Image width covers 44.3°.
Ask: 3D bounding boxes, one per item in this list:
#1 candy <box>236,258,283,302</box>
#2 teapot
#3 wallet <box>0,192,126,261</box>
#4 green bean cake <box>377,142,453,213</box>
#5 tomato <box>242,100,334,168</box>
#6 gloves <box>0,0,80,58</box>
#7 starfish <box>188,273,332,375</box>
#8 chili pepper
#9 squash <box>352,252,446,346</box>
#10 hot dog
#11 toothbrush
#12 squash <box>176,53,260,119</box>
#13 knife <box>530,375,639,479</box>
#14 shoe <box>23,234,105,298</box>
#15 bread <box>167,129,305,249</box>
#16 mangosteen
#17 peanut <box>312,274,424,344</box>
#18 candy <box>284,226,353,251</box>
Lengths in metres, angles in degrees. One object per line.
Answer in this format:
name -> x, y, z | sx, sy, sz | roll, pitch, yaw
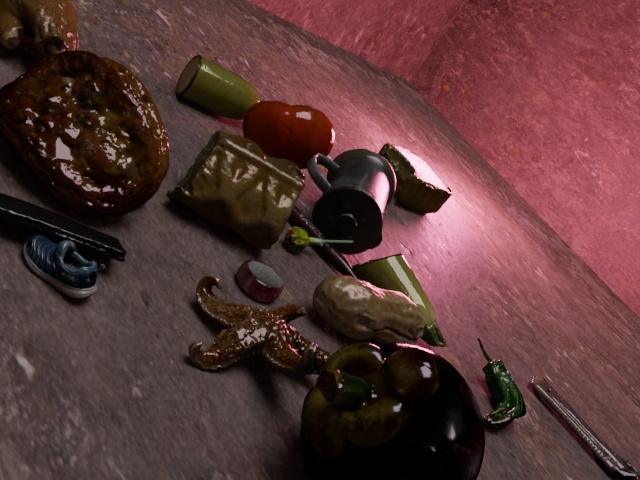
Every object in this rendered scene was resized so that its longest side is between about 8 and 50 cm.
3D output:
candy -> -0.124, 0.083, 1.618 | 0.103, 0.043, 0.103 | 30, 23, -15
teapot -> 0.070, -0.122, 2.086 | 0.270, 0.200, 0.337 | 45, 23, -10
wallet -> -0.452, -0.029, 1.340 | 0.244, 0.025, 0.124 | 23, 5, -27
green bean cake -> 0.305, -0.207, 2.697 | 0.232, 0.124, 0.236 | 19, 28, -39
tomato -> -0.089, -0.291, 2.185 | 0.259, 0.180, 0.260 | 8, 2, 0
gloves -> -0.670, -0.517, 1.848 | 0.203, 0.155, 0.356 | 2, 44, -48
starfish -> -0.091, 0.171, 1.389 | 0.311, 0.113, 0.303 | 9, 17, -36
chili pepper -> 0.418, 0.355, 1.847 | 0.122, 0.065, 0.279 | 34, 26, -15
squash -> 0.206, 0.136, 1.892 | 0.137, 0.137, 0.287 | 5, 40, -52
hot dog -> -0.460, -0.222, 1.503 | 0.267, 0.174, 0.387 | -35, 67, -21
toothbrush -> 0.032, 0.040, 1.936 | 0.364, 0.041, 0.041 | 47, 24, 22
squash -> -0.279, -0.424, 2.266 | 0.247, 0.132, 0.132 | 24, 26, -30
knife -> 0.667, 0.484, 1.995 | 0.365, 0.043, 0.089 | 47, 25, 28
shoe -> -0.414, 0.032, 1.261 | 0.143, 0.071, 0.064 | 34, 21, 13
bread -> -0.178, -0.120, 1.754 | 0.252, 0.239, 0.196 | 35, -18, -13
mangosteen -> 0.117, 0.284, 1.220 | 0.296, 0.314, 0.297 | 11, 32, -7
peanut -> 0.112, 0.158, 1.708 | 0.290, 0.130, 0.130 | 19, 28, -34
candy -> 0.000, 0.000, 1.901 | 0.193, 0.058, 0.062 | 3, 54, -33
